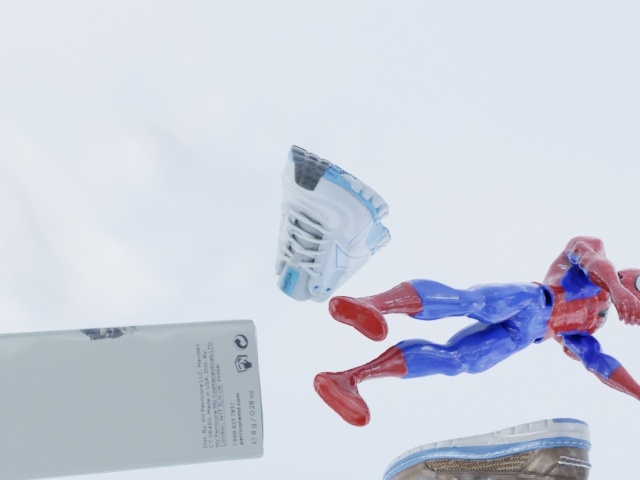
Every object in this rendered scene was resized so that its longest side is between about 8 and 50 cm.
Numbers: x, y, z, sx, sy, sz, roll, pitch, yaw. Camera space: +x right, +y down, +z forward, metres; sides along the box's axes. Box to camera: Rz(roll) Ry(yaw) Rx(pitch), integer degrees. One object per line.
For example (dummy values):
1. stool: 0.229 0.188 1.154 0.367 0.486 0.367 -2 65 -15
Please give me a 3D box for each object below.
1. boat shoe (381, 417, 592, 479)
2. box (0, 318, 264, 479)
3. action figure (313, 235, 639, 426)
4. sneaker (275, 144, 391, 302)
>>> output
1. boat shoe: 0.117 0.180 1.338 0.066 0.066 0.183 18 150 -40
2. box: -0.181 0.104 1.158 0.275 0.094 0.113 -1 175 -29
3. action figure: 0.144 0.066 1.147 0.280 0.139 0.091 -14 126 -43
4. sneaker: 0.000 0.000 1.230 0.071 0.083 0.191 33 170 17
